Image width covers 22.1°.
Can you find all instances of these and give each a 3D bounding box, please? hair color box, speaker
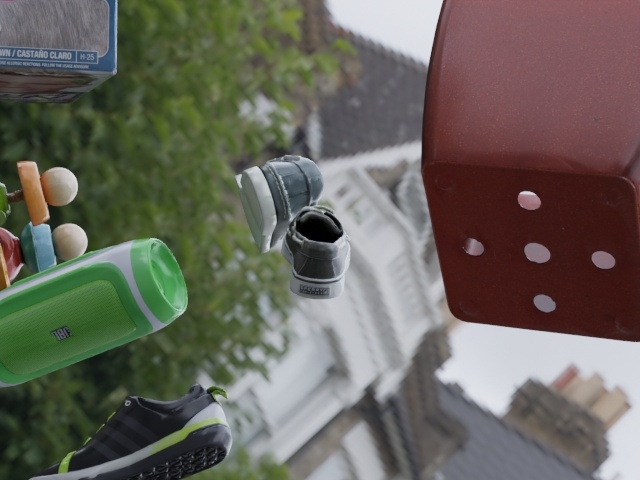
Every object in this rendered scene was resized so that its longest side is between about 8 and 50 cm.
[{"bbox_3d":[-0.327,-0.213,1.751,0.347,0.174,0.105,178,-87,-75],"label":"hair color box"},{"bbox_3d":[-0.333,0.098,2.193,0.131,0.297,0.131,59,17,-32],"label":"speaker"}]

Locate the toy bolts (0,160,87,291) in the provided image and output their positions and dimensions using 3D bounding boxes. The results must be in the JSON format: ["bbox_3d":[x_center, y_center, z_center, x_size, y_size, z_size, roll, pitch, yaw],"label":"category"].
[{"bbox_3d":[-0.438,0.006,2.537,0.228,0.159,0.218,99,-23,-68],"label":"toy bolts"}]

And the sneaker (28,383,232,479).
[{"bbox_3d":[-0.206,0.220,1.765,0.084,0.235,0.097,77,-5,-60],"label":"sneaker"}]

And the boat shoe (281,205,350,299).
[{"bbox_3d":[0.000,0.000,1.804,0.219,0.078,0.070,-104,-162,-74],"label":"boat shoe"}]

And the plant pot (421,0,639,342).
[{"bbox_3d":[0.221,-0.061,1.423,0.267,0.235,0.267,5,-48,23],"label":"plant pot"}]

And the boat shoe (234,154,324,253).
[{"bbox_3d":[-0.054,-0.056,2.239,0.319,0.099,0.116,136,-66,-83],"label":"boat shoe"}]
